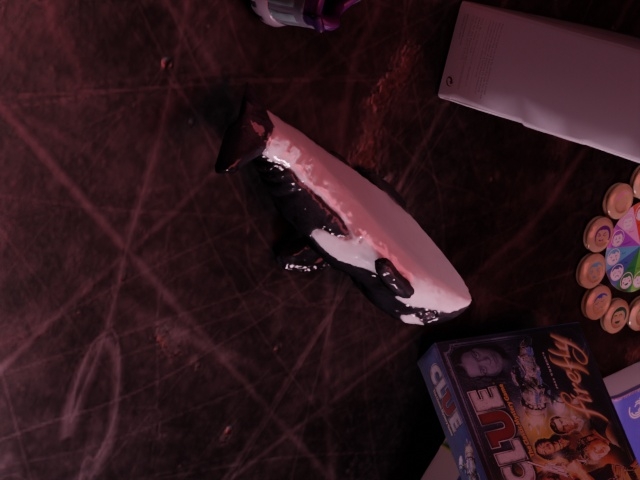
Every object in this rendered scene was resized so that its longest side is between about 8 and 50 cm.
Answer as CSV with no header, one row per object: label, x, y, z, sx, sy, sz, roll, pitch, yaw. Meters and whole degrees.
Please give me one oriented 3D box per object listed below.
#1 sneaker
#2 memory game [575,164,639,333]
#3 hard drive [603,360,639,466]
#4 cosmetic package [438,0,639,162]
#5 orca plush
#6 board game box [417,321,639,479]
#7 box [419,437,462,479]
sneaker,0.049,-0.240,1.473,0.223,0.098,0.083,-47,132,-15
memory game,0.325,0.007,1.873,0.186,0.012,0.186,-17,118,-34
hard drive,0.369,0.267,2.003,0.210,0.040,0.318,-21,121,-32
cosmetic package,0.337,-0.116,1.645,0.377,0.284,0.097,4,105,-42
orca plush,0.000,0.000,1.538,0.102,0.151,0.287,-37,140,19
board game box,0.205,0.198,1.700,0.165,0.243,0.042,-7,153,-28
box,0.119,0.271,1.780,0.109,0.042,0.178,29,93,-48
